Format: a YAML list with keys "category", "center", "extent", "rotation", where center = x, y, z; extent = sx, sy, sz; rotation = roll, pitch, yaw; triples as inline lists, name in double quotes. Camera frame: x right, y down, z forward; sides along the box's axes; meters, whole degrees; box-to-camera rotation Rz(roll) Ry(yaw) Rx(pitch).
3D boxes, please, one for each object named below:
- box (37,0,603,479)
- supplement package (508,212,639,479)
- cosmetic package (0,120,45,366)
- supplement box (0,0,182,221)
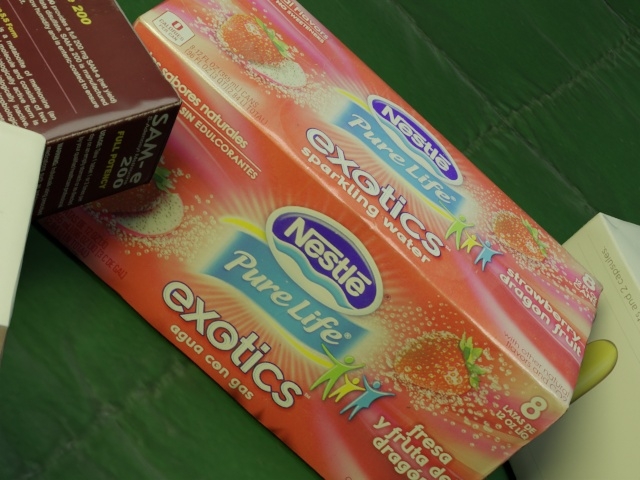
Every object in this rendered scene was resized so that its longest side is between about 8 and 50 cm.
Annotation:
- category: "box"
  center: [0.000, 0.000, 0.786]
  extent: [0.300, 0.142, 0.154]
  rotation: [43, 30, -3]
- category: "supplement package"
  center: [0.243, 0.142, 0.898]
  extent: [0.204, 0.145, 0.262]
  rotation: [14, 42, -41]
- category: "cosmetic package"
  center: [-0.200, 0.041, 0.430]
  extent: [0.151, 0.151, 0.183]
  rotation: [19, 72, -35]
- category: "supplement box"
  center: [-0.199, -0.060, 0.612]
  extent: [0.239, 0.073, 0.130]
  rotation: [-21, 67, -31]
